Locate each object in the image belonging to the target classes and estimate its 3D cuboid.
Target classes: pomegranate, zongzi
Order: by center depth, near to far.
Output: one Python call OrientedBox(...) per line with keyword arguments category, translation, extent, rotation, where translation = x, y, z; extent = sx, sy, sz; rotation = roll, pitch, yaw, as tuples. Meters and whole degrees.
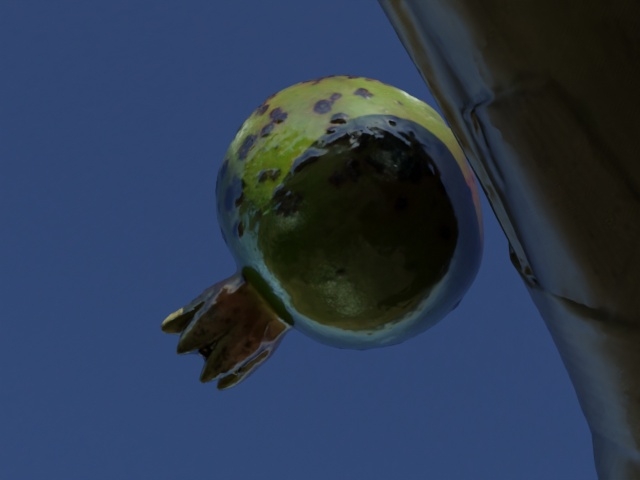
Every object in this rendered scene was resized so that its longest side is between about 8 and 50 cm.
OrientedBox(category="zongzi", translation=(0.093, -0.037, 0.844), extent=(0.500, 0.218, 0.467), rotation=(30, -102, -9))
OrientedBox(category="pomegranate", translation=(0.000, 0.000, 1.003), extent=(0.205, 0.159, 0.159), rotation=(-44, -87, 3))
